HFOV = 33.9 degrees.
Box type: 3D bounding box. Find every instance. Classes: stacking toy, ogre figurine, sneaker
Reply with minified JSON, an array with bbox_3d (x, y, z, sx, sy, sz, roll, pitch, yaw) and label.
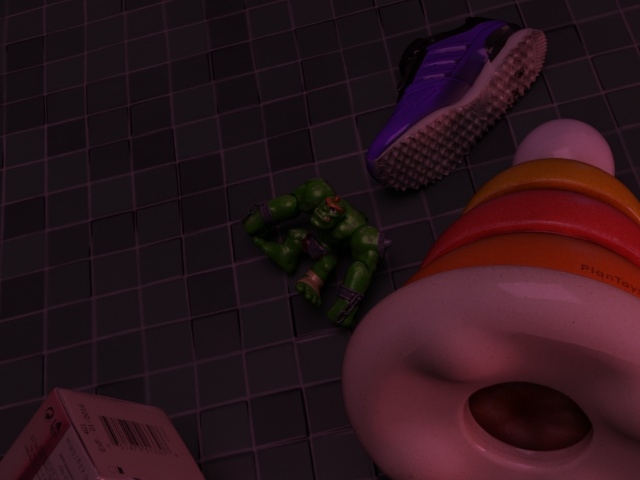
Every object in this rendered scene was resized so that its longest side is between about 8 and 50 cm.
[{"bbox_3d":[0.245,0.035,1.085,0.351,0.350,0.479,6,41,18],"label":"stacking toy"},{"bbox_3d":[0.000,0.000,1.248,0.118,0.097,0.197,-48,42,3],"label":"ogre figurine"},{"bbox_3d":[0.142,-0.184,1.332,0.293,0.102,0.146,-41,53,-19],"label":"sneaker"}]

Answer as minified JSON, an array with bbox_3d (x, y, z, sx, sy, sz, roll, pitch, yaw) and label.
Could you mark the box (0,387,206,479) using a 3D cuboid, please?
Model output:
[{"bbox_3d":[-0.245,0.278,1.031,0.232,0.149,0.127,-52,49,13],"label":"box"}]
